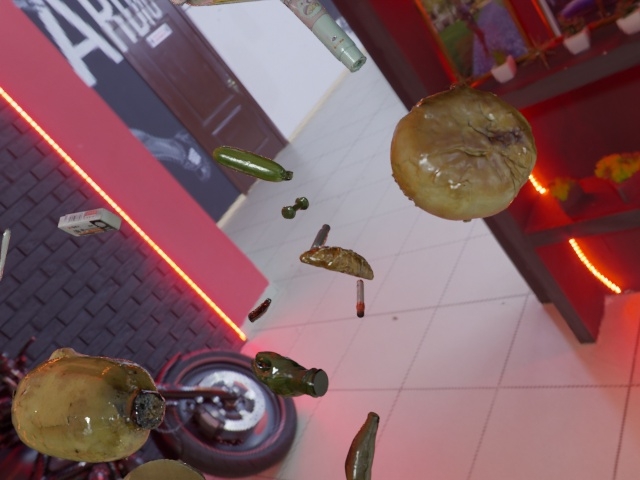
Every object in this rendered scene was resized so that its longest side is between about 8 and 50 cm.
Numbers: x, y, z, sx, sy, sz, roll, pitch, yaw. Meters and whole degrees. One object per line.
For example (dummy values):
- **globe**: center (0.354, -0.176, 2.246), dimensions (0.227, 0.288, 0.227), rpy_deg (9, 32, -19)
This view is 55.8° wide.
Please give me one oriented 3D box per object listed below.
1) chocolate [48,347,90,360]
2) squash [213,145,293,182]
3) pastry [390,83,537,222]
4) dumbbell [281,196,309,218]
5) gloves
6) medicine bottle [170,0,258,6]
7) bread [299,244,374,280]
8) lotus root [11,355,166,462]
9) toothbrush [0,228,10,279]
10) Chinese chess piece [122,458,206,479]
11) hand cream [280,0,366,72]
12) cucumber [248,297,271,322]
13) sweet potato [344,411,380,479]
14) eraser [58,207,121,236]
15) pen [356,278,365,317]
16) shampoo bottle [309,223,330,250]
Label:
- **chocolate**: center (-0.633, 0.419, 1.698), dimensions (0.134, 0.309, 0.134), rpy_deg (-43, 17, 16)
- **squash**: center (-0.190, -0.213, 1.719), dimensions (0.066, 0.252, 0.066), rpy_deg (20, -90, -78)
- **pastry**: center (0.386, -0.235, 1.672), dimensions (0.409, 0.410, 0.245), rpy_deg (-49, -9, -22)
- **dumbbell**: center (-0.083, -0.108, 2.003), dimensions (0.052, 0.046, 0.118), rpy_deg (1, 22, 28)
- **gloves**: center (-0.094, 0.356, 1.603), dimensions (0.107, 0.135, 0.268), rpy_deg (-41, 30, -30)
- **medicine bottle**: center (-0.042, -0.468, 0.885), dimensions (0.379, 0.213, 0.213), rpy_deg (-16, 12, -24)
- **bread**: center (0.055, 0.057, 1.744), dimensions (0.105, 0.233, 0.076), rpy_deg (-171, 94, -75)
- **lotus root**: center (-0.360, 0.263, 0.954), dimensions (0.284, 0.146, 0.160), rpy_deg (-6, 74, 28)
- **toothbrush**: center (-0.685, 0.072, 1.282), dimensions (0.017, 0.022, 0.204), rpy_deg (-138, 62, -69)
- **Chinese chess piece**: center (-0.344, 0.609, 1.348), dimensions (0.103, 0.250, 0.249), rpy_deg (-57, 17, 17)
- **hand cream**: center (-0.007, -0.544, 1.487), dimensions (0.085, 0.331, 0.058), rpy_deg (-45, -17, 27)
- **cucumber**: center (-0.194, 0.230, 1.964), dimensions (0.135, 0.034, 0.033), rpy_deg (-37, 39, 39)
- **sweet potato**: center (0.123, 0.670, 1.858), dimensions (0.085, 0.112, 0.285), rpy_deg (6, 80, 16)
- **eraser**: center (-0.454, -0.035, 1.190), dimensions (0.122, 0.052, 0.029), rpy_deg (-7, 63, 28)
- **pen**: center (0.124, 0.177, 1.874), dimensions (0.028, 0.028, 0.239), rpy_deg (-35, 14, 14)
- **shampoo bottle**: center (0.000, 0.000, 2.081), dimensions (0.165, 0.040, 0.080), rpy_deg (-64, -8, -52)
